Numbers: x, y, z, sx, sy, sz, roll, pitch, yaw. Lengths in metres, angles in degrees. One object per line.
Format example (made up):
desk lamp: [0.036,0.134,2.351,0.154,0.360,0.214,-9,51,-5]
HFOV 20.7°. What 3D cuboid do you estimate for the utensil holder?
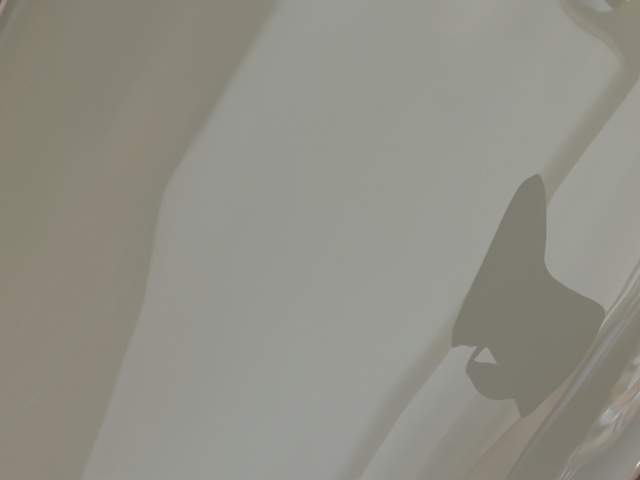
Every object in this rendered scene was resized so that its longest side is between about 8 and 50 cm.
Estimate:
utensil holder: [0.000,0.000,0.706,0.327,0.385,0.327,23,29,-14]
